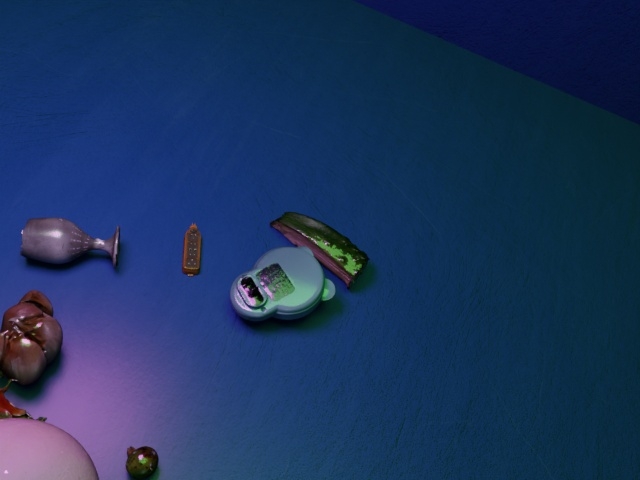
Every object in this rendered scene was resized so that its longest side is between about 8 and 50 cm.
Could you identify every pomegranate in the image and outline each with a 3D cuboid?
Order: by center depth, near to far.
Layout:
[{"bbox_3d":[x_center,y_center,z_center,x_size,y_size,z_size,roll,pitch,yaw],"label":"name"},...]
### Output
[{"bbox_3d":[-0.404,0.495,1.426,0.073,0.073,0.085,-5,41,-22],"label":"pomegranate"}]

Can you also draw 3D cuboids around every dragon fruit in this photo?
[{"bbox_3d":[-0.721,0.371,1.369,0.235,0.137,0.135,5,16,-17],"label":"dragon fruit"}]

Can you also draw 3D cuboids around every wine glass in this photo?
[{"bbox_3d":[-0.658,0.006,1.673,0.241,0.126,0.127,5,53,-17],"label":"wine glass"}]

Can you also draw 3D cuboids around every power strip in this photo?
[{"bbox_3d":[-0.370,0.022,1.817,0.049,0.028,0.178,5,52,-14],"label":"power strip"}]

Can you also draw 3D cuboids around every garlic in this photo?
[{"bbox_3d":[-0.684,0.229,1.481,0.160,0.191,0.214,46,38,-13],"label":"garlic"}]

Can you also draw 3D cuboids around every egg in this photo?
[{"bbox_3d":[-0.592,0.495,1.144,0.354,0.340,0.355,4,66,-10],"label":"egg"}]

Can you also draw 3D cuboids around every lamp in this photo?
[{"bbox_3d":[-0.114,0.127,1.744,0.284,0.147,0.209,-16,58,-37],"label":"lamp"}]

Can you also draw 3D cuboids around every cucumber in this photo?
[{"bbox_3d":[0.002,-0.003,1.915,0.325,0.105,0.145,35,52,13],"label":"cucumber"}]
